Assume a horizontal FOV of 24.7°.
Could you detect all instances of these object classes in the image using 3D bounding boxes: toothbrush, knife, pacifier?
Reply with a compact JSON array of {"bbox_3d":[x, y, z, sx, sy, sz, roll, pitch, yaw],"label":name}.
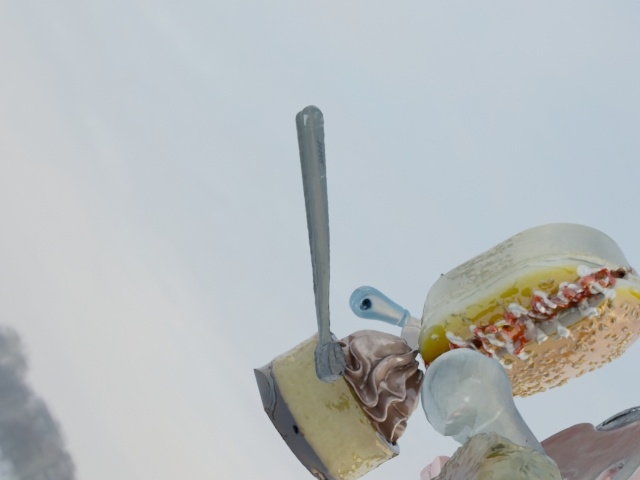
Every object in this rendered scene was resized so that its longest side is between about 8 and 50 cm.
[{"bbox_3d":[0.000,0.000,1.532,0.030,0.030,0.297,-25,-113,60],"label":"toothbrush"},{"bbox_3d":[0.143,0.137,2.276,0.244,0.058,0.032,29,6,-28],"label":"knife"},{"bbox_3d":[0.218,0.244,1.507,0.332,0.273,0.220,152,-47,-71],"label":"pacifier"}]

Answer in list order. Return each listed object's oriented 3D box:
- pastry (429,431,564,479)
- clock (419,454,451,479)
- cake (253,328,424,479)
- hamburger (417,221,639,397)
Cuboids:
[{"bbox_3d":[0.128,0.258,1.228,0.093,0.193,0.182,29,-18,-10],"label":"pastry"},{"bbox_3d":[0.253,0.422,2.195,0.227,0.241,0.142,112,-18,-45],"label":"clock"},{"bbox_3d":[0.043,0.188,1.813,0.185,0.178,0.207,60,15,25],"label":"cake"},{"bbox_3d":[0.260,0.104,1.796,0.227,0.295,0.151,32,35,-39],"label":"hamburger"}]
